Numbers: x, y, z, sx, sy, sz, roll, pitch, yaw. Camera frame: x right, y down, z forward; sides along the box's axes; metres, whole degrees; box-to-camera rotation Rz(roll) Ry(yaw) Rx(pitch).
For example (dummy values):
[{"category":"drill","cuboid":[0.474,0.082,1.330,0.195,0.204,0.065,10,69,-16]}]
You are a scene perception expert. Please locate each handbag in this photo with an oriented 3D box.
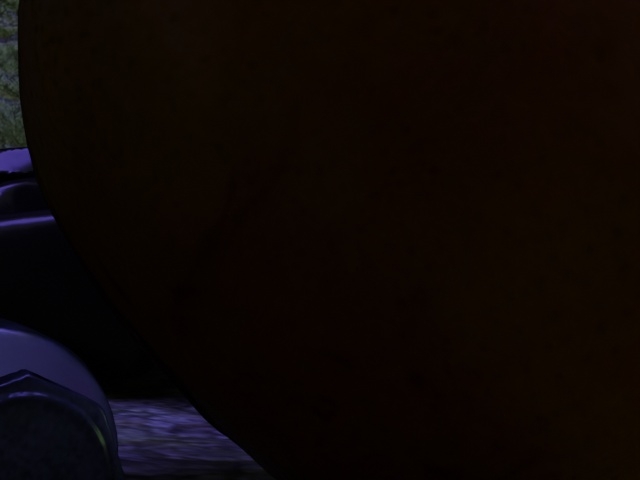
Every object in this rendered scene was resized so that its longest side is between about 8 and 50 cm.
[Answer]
[{"category":"handbag","cuboid":[-0.200,0.011,0.895,0.257,0.113,0.285,-2,2,-8]}]

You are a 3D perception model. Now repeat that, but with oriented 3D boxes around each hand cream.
[{"category":"hand cream","cuboid":[-0.115,0.042,0.477,0.091,0.058,0.271,42,-13,-19]}]

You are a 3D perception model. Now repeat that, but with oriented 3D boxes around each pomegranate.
[{"category":"pomegranate","cuboid":[0.073,-0.067,0.514,0.319,0.319,0.319,5,1,0]}]
